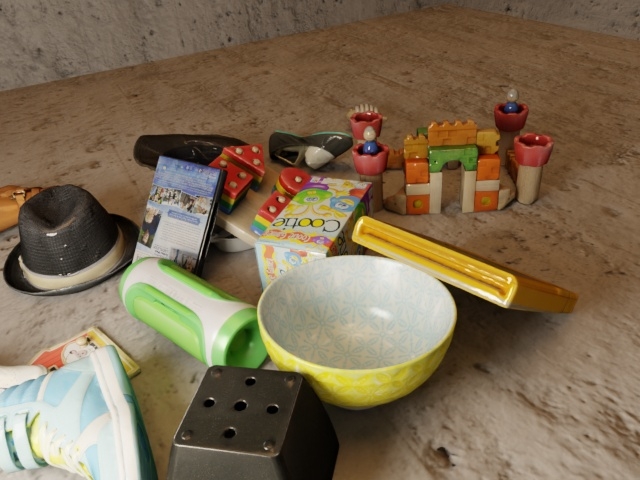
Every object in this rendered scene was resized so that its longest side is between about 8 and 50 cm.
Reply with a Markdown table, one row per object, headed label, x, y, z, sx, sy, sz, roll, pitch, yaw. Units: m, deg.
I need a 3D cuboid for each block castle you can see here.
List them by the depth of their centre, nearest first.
| label | x | y | z | sx | sy | sz | roll | pitch | yaw |
| --- | --- | --- | --- | --- | --- | --- | --- | --- | --- |
| block castle | 0.301 | -0.231 | 1.401 | 0.453 | 0.213 | 0.303 | -2 | 32 | 4 |

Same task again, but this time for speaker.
| label | x | y | z | sx | sy | sz | roll | pitch | yaw |
| --- | --- | --- | --- | --- | --- | --- | --- | --- | --- |
| speaker | -0.222 | 0.124 | 0.991 | 0.296 | 0.131 | 0.131 | 22 | 41 | 36 |

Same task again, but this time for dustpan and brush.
| label | x | y | z | sx | sy | sz | roll | pitch | yaw |
| --- | --- | --- | --- | --- | --- | --- | --- | --- | --- |
| dustpan and brush | -0.212 | -0.009 | 1.263 | 0.147 | 0.060 | 0.211 | 19 | 39 | 33 |

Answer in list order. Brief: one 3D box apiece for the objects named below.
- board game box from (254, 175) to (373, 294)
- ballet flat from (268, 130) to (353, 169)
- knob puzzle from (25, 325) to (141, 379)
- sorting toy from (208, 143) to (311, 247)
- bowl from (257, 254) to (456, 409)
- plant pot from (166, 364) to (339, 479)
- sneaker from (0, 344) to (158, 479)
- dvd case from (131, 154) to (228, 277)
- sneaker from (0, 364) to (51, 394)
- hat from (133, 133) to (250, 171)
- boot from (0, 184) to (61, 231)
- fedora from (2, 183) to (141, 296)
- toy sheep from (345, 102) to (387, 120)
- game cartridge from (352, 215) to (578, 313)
| label | x | y | z | sx | sy | sz | roll | pitch | yaw |
| --- | --- | --- | --- | --- | --- | --- | --- | --- | --- |
| board game box | 0.000 | 0.000 | 1.142 | 0.142 | 0.144 | 0.275 | 9 | 35 | 20 |
| ballet flat | -0.033 | -0.248 | 1.597 | 0.280 | 0.095 | 0.096 | 9 | 78 | 38 |
| knob puzzle | -0.431 | 0.223 | 0.957 | 0.213 | 0.030 | 0.213 | -4 | 33 | 2 |
| sorting toy | -0.141 | -0.117 | 1.290 | 0.257 | 0.089 | 0.255 | 31 | 38 | 1 |
| bowl | 0.052 | 0.158 | 0.861 | 0.289 | 0.156 | 0.289 | -1 | 28 | 0 |
| plant pot | -0.087 | 0.262 | 0.716 | 0.187 | 0.167 | 0.188 | 3 | 32 | 12 |
| sneaker | -0.342 | 0.282 | 0.767 | 0.208 | 0.127 | 0.319 | -19 | 27 | -20 |
| dvd case | -0.293 | -0.039 | 1.181 | 0.180 | 0.253 | 0.022 | 16 | 1 | 29 |
| sneaker | -0.547 | 0.205 | 0.864 | 0.235 | 0.153 | 0.094 | -8 | 42 | 5 |
| hat | -0.314 | -0.172 | 1.475 | 0.331 | 0.134 | 0.331 | 10 | 29 | -6 |
| boot | -0.758 | -0.059 | 1.407 | 0.220 | 0.109 | 0.283 | -8 | 25 | -12 |
| fedora | -0.556 | -0.026 | 1.256 | 0.334 | 0.152 | 0.334 | -3 | 32 | 2 |
| toy sheep | 0.145 | -0.389 | 1.798 | 0.132 | 0.091 | 0.091 | -1 | 32 | -3 |
| game cartridge | 0.253 | 0.044 | 0.964 | 0.285 | 0.053 | 0.323 | 25 | 9 | 38 |
